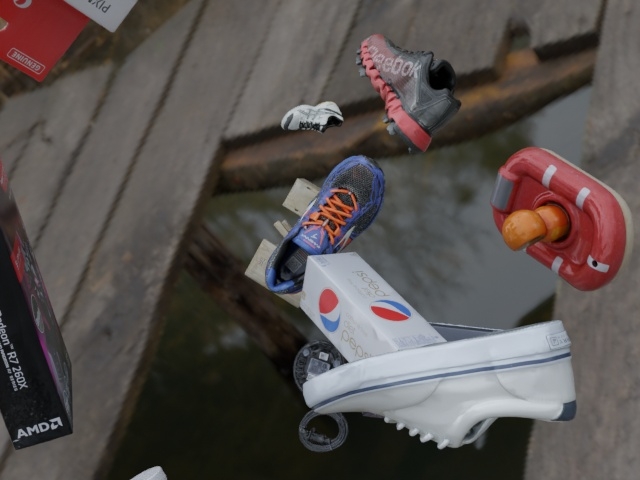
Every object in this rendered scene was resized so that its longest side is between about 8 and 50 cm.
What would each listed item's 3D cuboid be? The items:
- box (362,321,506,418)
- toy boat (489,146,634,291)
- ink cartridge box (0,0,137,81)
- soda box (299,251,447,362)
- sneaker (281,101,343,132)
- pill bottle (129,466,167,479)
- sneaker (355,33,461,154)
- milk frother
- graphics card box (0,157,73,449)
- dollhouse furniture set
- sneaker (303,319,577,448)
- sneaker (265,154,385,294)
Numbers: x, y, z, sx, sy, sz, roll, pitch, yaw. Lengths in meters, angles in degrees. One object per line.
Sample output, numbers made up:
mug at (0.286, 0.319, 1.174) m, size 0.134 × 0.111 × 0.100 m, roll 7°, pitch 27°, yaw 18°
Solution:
box at (0.142, 0.173, 1.535) m, size 0.207 × 0.153 × 0.108 m, roll 107°, pitch 169°, yaw -77°
toy boat at (0.310, -0.021, 1.637) m, size 0.151 × 0.151 × 0.231 m, roll -18°, pitch 43°, yaw -39°
ink cartridge box at (-0.375, -0.351, 1.539) m, size 0.261 × 0.296 × 0.066 m, roll -50°, pitch 51°, yaw 8°
soda box at (0.056, 0.095, 1.382) m, size 0.216 × 0.069 × 0.074 m, roll 46°, pitch 133°, yaw 50°
sneaker at (-0.009, -0.154, 1.536) m, size 0.083 × 0.032 × 0.037 m, roll -18°, pitch 56°, yaw -21°
pill bottle at (-0.212, 0.393, 1.646) m, size 0.086 × 0.152 × 0.086 m, roll -29°, pitch 6°, yaw 3°
sneaker at (0.147, -0.262, 1.941) m, size 0.135 × 0.098 × 0.276 m, roll -38°, pitch 42°, yaw 15°
milk frother at (0.027, 0.231, 1.749) m, size 0.129 × 0.135 × 0.143 m, roll 37°, pitch 98°, yaw 31°
graphics card box at (-0.446, 0.082, 1.700) m, size 0.094 × 0.371 × 0.233 m, roll -15°, pitch 21°, yaw -7°
dollhouse furniture set at (0.000, 0.000, 1.707) m, size 0.101 × 0.182 × 0.161 m, roll 32°, pitch 101°, yaw 13°
sneaker at (0.096, 0.135, 1.023) m, size 0.258 × 0.094 × 0.091 m, roll -15°, pitch 83°, yaw 36°
sneaker at (0.005, -0.010, 1.492) m, size 0.221 × 0.083 × 0.087 m, roll -55°, pitch -3°, yaw 19°
